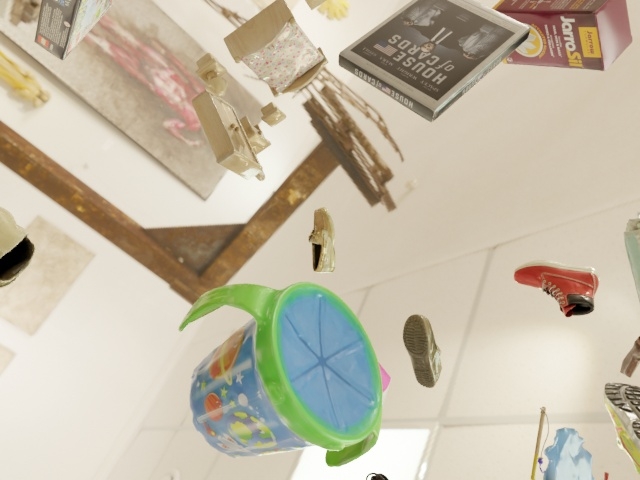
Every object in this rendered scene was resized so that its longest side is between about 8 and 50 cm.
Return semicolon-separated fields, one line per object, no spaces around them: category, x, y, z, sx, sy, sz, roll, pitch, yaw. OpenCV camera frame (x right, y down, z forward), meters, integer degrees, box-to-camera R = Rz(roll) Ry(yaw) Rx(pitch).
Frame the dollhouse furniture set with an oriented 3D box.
dollhouse furniture set;-0.062;-0.294;1.160;0.355;0.174;0.303;-31;159;15

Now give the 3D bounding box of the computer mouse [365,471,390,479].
computer mouse;0.105;0.640;1.181;0.184;0.060;0.262;29;-111;39

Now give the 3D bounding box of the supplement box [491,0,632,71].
supplement box;0.376;-0.339;0.899;0.081;0.104;0.188;-45;-141;-15

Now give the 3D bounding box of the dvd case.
dvd case;0.171;-0.290;0.852;0.239;0.179;0.029;-42;155;-23

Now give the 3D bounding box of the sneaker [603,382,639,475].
sneaker;0.552;0.334;1.009;0.081;0.094;0.208;3;-157;10

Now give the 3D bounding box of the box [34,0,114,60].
box;-0.230;-0.282;0.573;0.207;0.036;0.114;-28;-147;55

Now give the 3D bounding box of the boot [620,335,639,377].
boot;0.787;0.311;1.415;0.106;0.037;0.114;-63;168;-54

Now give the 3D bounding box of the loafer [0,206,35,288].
loafer;-0.508;0.027;0.899;0.102;0.092;0.268;-52;-177;-28

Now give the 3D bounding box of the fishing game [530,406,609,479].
fishing game;0.445;0.435;1.024;0.041;0.264;0.189;-19;-141;46

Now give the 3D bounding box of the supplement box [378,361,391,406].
supplement box;0.042;0.345;1.375;0.220;0.111;0.114;0;-129;34

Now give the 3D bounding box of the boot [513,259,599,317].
boot;0.683;0.148;1.681;0.244;0.088;0.176;4;-138;32

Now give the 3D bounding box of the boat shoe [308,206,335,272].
boat shoe;0.000;0.000;1.150;0.050;0.045;0.135;-9;-93;60

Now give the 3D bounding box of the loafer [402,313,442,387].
loafer;0.192;0.200;1.059;0.056;0.148;0.050;2;-159;38

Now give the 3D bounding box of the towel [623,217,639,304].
towel;0.943;0.100;1.377;0.321;0.374;0.090;-13;175;17

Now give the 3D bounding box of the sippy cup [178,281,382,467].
sippy cup;-0.065;0.210;0.836;0.224;0.305;0.240;-32;165;31
